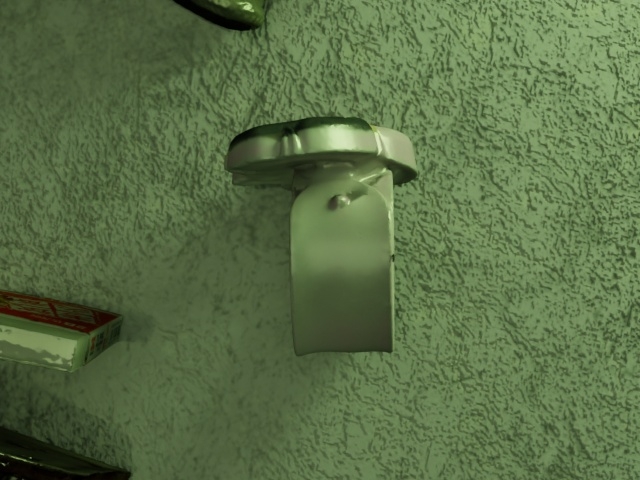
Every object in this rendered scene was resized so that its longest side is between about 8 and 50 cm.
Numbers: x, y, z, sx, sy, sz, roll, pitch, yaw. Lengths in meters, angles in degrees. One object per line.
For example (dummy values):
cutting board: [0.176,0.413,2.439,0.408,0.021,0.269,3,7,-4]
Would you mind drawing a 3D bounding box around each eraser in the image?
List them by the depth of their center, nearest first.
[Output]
eraser: [-0.300,0.088,1.660,0.157,0.230,0.038,12,94,3]

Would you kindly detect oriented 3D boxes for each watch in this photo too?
watch: [0.000,0.000,1.636,0.196,0.244,0.231,0,83,3]

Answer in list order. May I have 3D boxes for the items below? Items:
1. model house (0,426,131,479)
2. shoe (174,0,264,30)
model house: [-0.389,0.328,1.648,0.297,0.317,0.282,19,88,16]
shoe: [-0.143,-0.313,1.721,0.227,0.099,0.112,32,85,-1]
